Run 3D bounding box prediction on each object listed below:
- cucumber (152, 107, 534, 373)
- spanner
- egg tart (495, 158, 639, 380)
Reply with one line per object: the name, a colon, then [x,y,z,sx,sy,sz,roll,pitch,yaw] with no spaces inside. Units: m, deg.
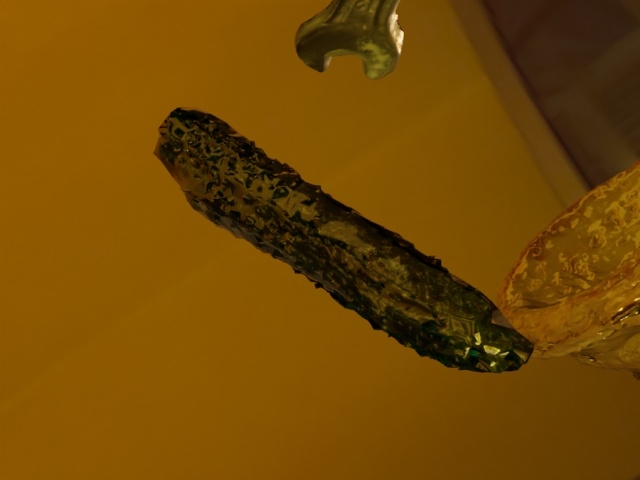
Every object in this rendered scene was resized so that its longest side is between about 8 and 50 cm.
cucumber: [0.000,-0.001,0.688,0.257,0.044,0.043,33,155,44]
spanner: [0.051,-0.186,0.764,0.071,0.302,0.017,12,-128,-8]
egg tart: [0.286,0.015,1.265,0.120,0.315,0.315,49,-162,-10]
